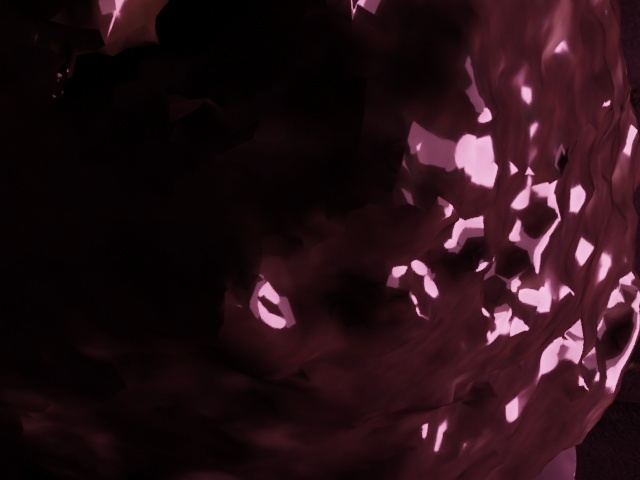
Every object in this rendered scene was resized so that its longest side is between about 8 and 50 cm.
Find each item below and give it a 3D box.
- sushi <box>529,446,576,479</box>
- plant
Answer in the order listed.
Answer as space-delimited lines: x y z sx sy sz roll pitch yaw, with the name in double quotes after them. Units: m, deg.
-0.005 0.104 0.896 0.212 0.215 0.227 -51 -144 36 "sushi"
-0.047 -0.064 0.459 0.312 0.215 0.213 53 42 -59 "plant"
